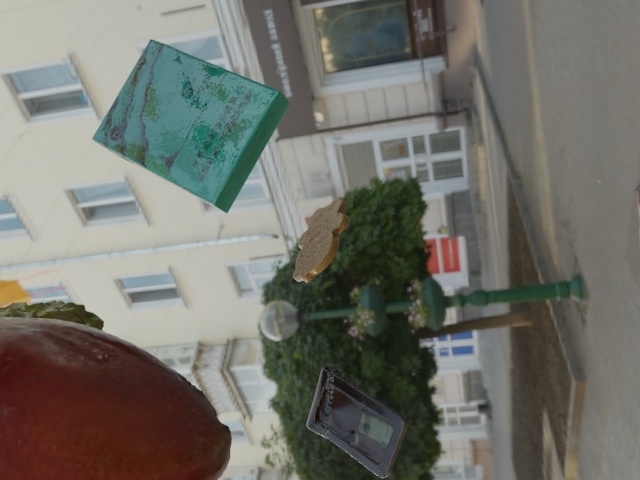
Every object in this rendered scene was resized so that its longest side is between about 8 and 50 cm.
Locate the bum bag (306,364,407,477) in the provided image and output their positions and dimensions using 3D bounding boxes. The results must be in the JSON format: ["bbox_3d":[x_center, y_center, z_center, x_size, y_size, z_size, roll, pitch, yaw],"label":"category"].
[{"bbox_3d":[0.052,0.266,0.954,0.026,0.159,0.109,-7,-62,-53],"label":"bum bag"}]

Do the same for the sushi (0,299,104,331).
[{"bbox_3d":[-0.448,0.278,0.818,0.240,0.396,0.352,-34,-73,-75],"label":"sushi"}]

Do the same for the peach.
[{"bbox_3d":[-0.256,0.189,0.487,0.201,0.361,0.258,28,-131,-67],"label":"peach"}]

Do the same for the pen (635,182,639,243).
[{"bbox_3d":[0.243,0.012,0.466,0.218,0.026,0.026,44,-142,-55],"label":"pen"}]

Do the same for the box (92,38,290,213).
[{"bbox_3d":[-0.170,-0.152,0.827,0.161,0.226,0.042,-61,-26,-5],"label":"box"}]

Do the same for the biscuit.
[{"bbox_3d":[0.005,-0.003,1.248,0.027,0.133,0.184,39,-147,-28],"label":"biscuit"}]
